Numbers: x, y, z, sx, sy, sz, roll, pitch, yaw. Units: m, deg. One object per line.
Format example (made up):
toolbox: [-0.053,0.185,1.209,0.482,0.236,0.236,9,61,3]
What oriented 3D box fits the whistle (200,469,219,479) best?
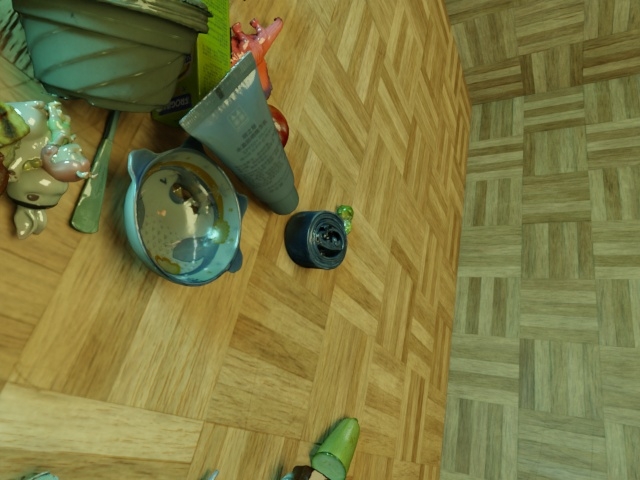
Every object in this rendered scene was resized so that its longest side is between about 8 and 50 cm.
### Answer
whistle: [-0.201,0.426,0.692,0.083,0.029,0.033,-44,162,-45]

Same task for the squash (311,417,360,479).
squash: [0.058,0.529,1.079,0.224,0.095,0.094,-25,110,-66]

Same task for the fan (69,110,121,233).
fan: [-0.302,-0.103,0.565,0.038,0.016,0.192,32,63,-57]

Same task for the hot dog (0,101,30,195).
hot dog: [-0.355,-0.056,0.357,0.103,0.146,0.213,79,14,-71]

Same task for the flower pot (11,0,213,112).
flower pot: [-0.253,-0.236,0.492,0.236,0.236,0.140,-20,128,-58]

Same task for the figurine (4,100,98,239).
figurine: [-0.314,-0.079,0.462,0.081,0.098,0.146,-34,117,-69]

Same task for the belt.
belt: [0.000,0.000,0.995,0.190,0.082,0.141,19,78,-56]

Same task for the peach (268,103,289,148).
peach: [-0.107,-0.215,0.822,0.101,0.101,0.100,5,84,-59]

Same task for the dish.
dish: [-0.215,-0.038,0.637,0.228,0.086,0.236,-48,128,-51]

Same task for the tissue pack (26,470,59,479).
tissue pack: [-0.352,0.365,0.353,0.257,0.123,0.214,10,82,-58]

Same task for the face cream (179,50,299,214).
face cream: [-0.107,-0.142,0.710,0.135,0.086,0.385,-49,162,-8]

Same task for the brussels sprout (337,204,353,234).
brussels sprout: [0.069,-0.058,1.158,0.051,0.046,0.083,-8,105,-63]

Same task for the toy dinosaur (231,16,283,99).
toy dinosaur: [-0.118,-0.354,0.810,0.138,0.070,0.286,60,39,-21]

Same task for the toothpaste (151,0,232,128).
toothpaste: [-0.205,-0.349,0.647,0.077,0.110,0.327,-1,89,-61]

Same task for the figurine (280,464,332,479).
figurine: [-0.040,0.620,0.867,0.338,0.205,0.283,41,46,-66]
